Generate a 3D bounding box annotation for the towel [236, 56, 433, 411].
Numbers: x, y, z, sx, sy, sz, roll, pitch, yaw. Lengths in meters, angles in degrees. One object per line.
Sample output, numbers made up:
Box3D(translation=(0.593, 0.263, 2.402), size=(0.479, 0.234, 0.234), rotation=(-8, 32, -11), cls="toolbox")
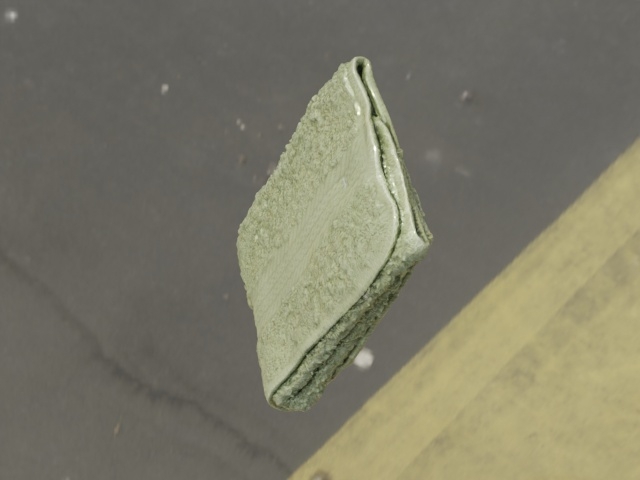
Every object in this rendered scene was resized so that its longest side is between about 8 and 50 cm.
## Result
Box3D(translation=(0.000, 0.000, 0.615), size=(0.027, 0.148, 0.110), rotation=(3, 53, -26), cls="towel")
